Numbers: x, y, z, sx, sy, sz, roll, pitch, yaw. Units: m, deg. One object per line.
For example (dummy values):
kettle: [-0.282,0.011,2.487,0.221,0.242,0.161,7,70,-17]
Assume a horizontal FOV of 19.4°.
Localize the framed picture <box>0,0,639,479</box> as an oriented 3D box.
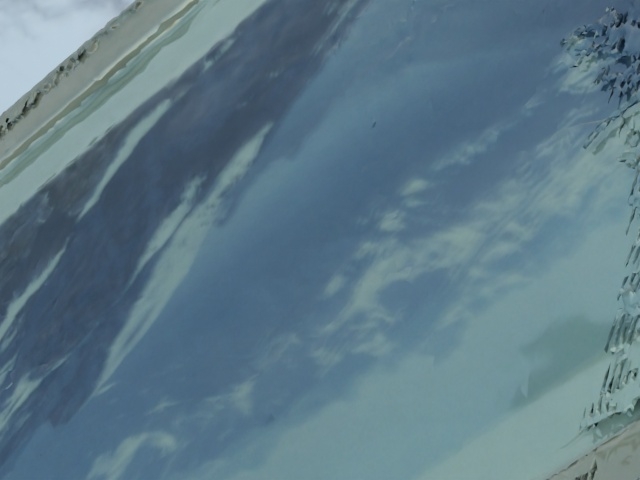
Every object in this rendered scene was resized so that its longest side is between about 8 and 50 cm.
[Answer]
framed picture: [0.000,0.000,0.529,0.022,0.335,0.247,24,-141,-44]
